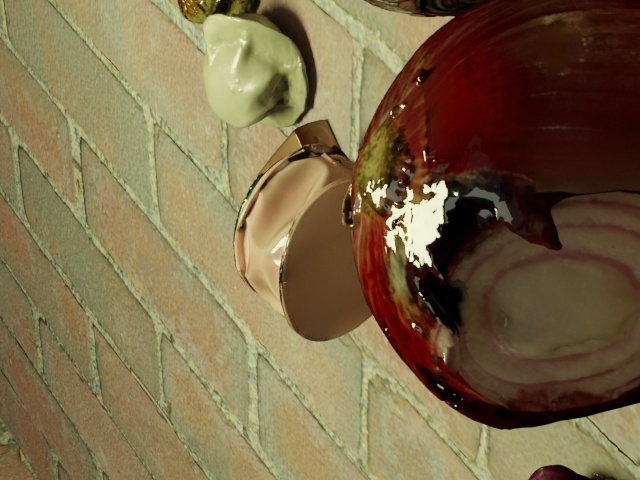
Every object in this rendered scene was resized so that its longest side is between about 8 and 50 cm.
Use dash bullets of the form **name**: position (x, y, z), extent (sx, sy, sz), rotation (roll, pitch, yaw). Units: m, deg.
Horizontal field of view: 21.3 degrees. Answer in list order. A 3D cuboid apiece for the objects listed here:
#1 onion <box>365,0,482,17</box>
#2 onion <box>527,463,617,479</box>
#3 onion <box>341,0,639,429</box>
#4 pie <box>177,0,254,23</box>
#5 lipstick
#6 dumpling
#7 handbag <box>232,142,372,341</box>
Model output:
- **onion**: position (0.068, -0.286, 1.406), extent (0.206, 0.207, 0.216), rotation (-27, 77, 63)
- **onion**: position (0.239, 0.255, 1.587), extent (0.104, 0.115, 0.115), rotation (-44, 58, 15)
- **onion**: position (0.169, -0.034, 1.248), extent (0.341, 0.341, 0.341), rotation (46, 146, 44)
- **pie**: position (-0.132, -0.331, 1.947), extent (0.163, 0.079, 0.193), rotation (61, 154, 30)
- **lipstick**: position (-0.027, -0.089, 1.940), extent (0.045, 0.045, 0.145), rotation (64, 154, 9)
- **dumpling**: position (-0.074, -0.185, 1.927), extent (0.150, 0.092, 0.176), rotation (34, 134, 33)
- **handbag**: position (-0.001, -0.001, 1.799), extent (0.116, 0.179, 0.205), rotation (36, 141, 41)
